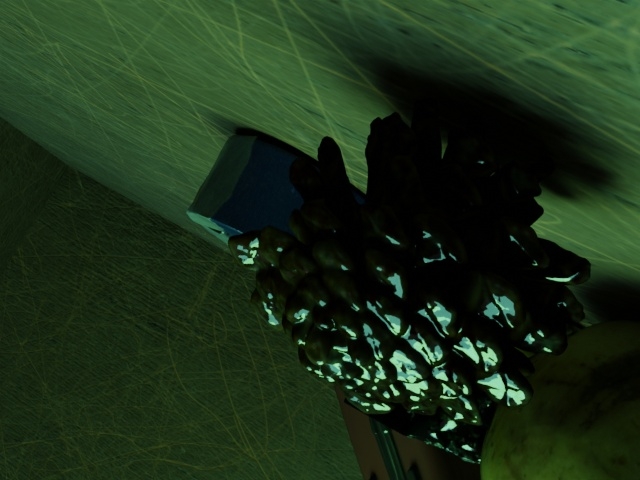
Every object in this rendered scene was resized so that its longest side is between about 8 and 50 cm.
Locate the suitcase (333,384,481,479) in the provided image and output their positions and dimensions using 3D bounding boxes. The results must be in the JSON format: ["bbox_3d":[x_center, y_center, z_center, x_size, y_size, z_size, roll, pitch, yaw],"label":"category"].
[{"bbox_3d":[0.153,0.247,1.235,0.236,0.297,0.161,-6,162,-44],"label":"suitcase"}]

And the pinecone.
[{"bbox_3d":[0.068,0.016,0.565,0.229,0.201,0.202,22,166,27],"label":"pinecone"}]

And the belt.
[{"bbox_3d":[0.000,0.000,1.041,0.347,0.117,0.212,34,171,-40],"label":"belt"}]

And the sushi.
[{"bbox_3d":[0.198,0.167,1.005,0.212,0.215,0.227,23,169,40],"label":"sushi"}]

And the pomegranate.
[{"bbox_3d":[0.296,0.221,0.762,0.322,0.322,0.322,29,173,4],"label":"pomegranate"}]
